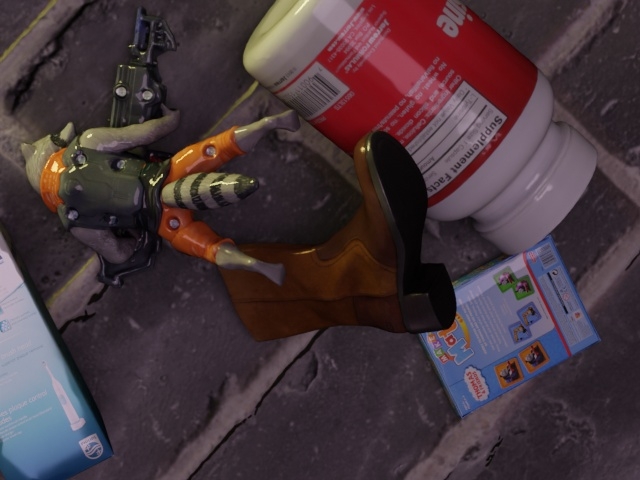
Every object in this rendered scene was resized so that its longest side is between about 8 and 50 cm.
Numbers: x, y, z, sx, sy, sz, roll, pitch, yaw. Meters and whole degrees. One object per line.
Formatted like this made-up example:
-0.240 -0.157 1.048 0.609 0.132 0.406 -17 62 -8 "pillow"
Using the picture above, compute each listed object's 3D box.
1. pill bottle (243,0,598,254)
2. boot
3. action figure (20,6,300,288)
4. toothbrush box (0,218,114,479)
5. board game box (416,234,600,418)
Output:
0.127 -0.171 1.856 0.408 0.229 0.229 38 88 -14 "pill bottle"
0.000 0.000 1.842 0.280 0.096 0.264 -3 127 30 "boot"
-0.196 -0.104 1.803 0.330 0.178 0.341 2 95 18 "action figure"
-0.363 0.126 1.796 0.126 0.216 0.295 -26 102 -8 "toothbrush box"
0.235 0.109 2.008 0.211 0.039 0.160 -28 101 -8 "board game box"
